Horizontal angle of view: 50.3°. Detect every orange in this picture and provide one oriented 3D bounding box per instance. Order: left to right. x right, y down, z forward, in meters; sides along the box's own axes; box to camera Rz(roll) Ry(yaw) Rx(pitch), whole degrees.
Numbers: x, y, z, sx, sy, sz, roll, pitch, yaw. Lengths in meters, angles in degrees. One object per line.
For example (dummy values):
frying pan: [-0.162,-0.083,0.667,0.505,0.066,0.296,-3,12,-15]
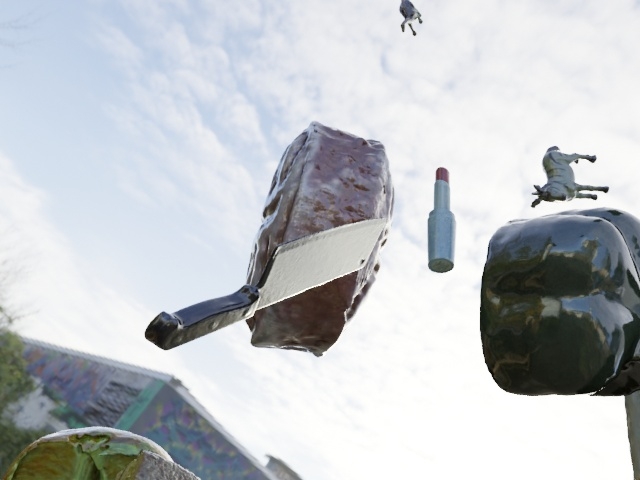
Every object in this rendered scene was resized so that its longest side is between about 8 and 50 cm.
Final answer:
orange: [-0.425,0.480,1.294,0.334,0.196,0.263,4,-74,-5]

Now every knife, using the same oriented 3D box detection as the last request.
knife: [-0.029,0.024,0.541,0.019,0.245,0.072,41,-53,25]

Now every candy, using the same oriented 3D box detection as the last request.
candy: [0.000,0.000,0.827,0.157,0.289,0.214,15,-19,-5]

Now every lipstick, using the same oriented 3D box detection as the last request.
lipstick: [0.276,-0.055,1.546,0.068,0.274,0.061,30,-41,-27]

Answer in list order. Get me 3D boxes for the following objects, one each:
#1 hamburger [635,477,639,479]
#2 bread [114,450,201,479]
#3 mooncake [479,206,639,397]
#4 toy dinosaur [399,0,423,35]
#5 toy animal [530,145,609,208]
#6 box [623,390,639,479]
hamburger: [0.329,0.249,0.432,0.302,0.170,0.302,10,-42,9]
bread: [-0.209,0.422,0.907,0.184,0.234,0.110,34,-69,-17]
mooncake: [0.195,0.058,0.500,0.104,0.175,0.168,-5,-70,47]
toy dinosaur: [0.172,-0.436,1.306,0.037,0.180,0.058,-18,-50,19]
toy animal: [0.526,-0.137,1.495,0.176,0.217,0.073,7,-44,-9]
box: [0.472,0.203,0.601,0.373,0.090,0.367,-13,-71,3]
